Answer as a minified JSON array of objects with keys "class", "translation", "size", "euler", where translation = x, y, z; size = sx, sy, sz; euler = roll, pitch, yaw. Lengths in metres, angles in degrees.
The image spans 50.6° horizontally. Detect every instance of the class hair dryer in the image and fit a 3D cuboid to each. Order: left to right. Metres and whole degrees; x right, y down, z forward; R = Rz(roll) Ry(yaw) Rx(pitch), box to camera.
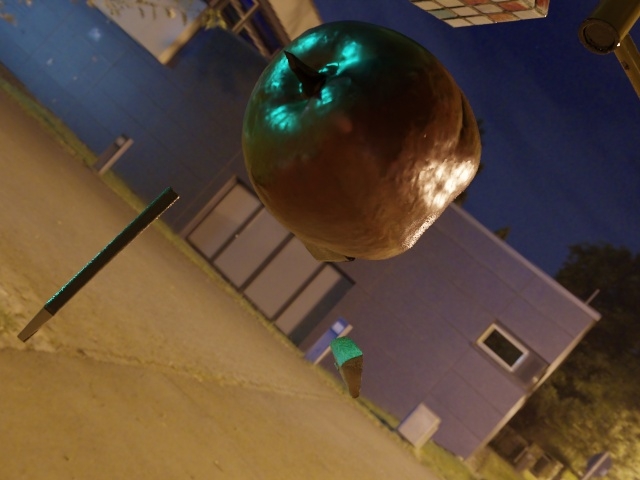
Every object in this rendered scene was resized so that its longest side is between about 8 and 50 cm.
[{"class":"hair dryer","translation":[0.665,-0.402,1.447],"size":[0.279,0.135,0.090],"euler":[48,-21,-25]}]

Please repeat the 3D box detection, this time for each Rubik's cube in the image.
[{"class":"Rubik's cube","translation":[0.340,-0.629,1.461],"size":[0.256,0.259,0.253],"euler":[12,2,44]}]

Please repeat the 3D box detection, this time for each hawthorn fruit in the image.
[{"class":"hawthorn fruit","translation":[0.033,-0.120,0.784],"size":[0.267,0.268,0.301],"euler":[42,7,34]}]

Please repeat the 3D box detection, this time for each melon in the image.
[{"class":"melon","translation":[0.049,0.253,1.471],"size":[0.182,0.054,0.098],"euler":[-124,-157,-64]}]

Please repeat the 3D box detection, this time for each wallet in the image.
[{"class":"wallet","translation":[0.000,0.000,1.656],"size":[0.133,0.039,0.243],"euler":[48,-13,-10]}]

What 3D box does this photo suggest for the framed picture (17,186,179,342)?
[{"class":"framed picture","translation":[-0.356,0.047,1.054],"size":[0.022,0.247,0.335],"euler":[46,-31,-12]}]
